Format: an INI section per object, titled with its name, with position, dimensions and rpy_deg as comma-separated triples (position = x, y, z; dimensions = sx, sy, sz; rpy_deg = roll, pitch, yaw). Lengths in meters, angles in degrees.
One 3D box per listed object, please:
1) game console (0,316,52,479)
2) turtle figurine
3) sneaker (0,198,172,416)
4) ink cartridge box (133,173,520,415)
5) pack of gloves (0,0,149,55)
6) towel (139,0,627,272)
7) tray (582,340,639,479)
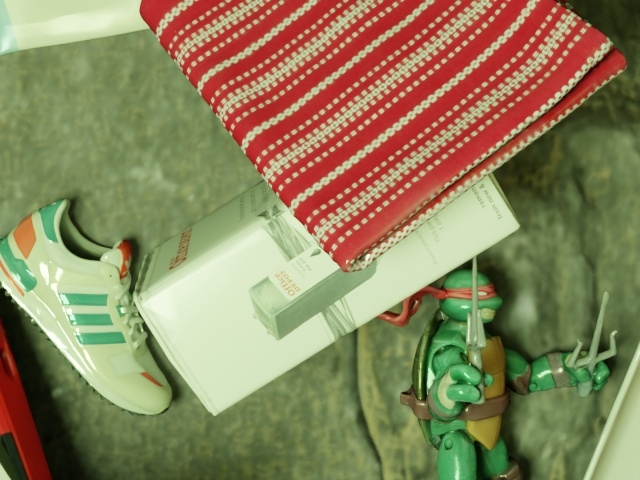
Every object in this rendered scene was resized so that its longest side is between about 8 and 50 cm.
[game console]
position = -0.372, 0.160, 0.937
dimensions = 0.387, 0.060, 0.342
rpy_deg = -20, 86, 1
[turtle figurine]
position = 0.113, 0.106, 0.968
dimensions = 0.175, 0.118, 0.234
rpy_deg = -11, 105, -42
[sneaker]
position = -0.142, 0.043, 0.969
dimensions = 0.075, 0.057, 0.161
rpy_deg = -41, 96, 10
[ink cartridge box]
position = 0.000, 0.000, 0.918
dimensions = 0.218, 0.158, 0.092
rpy_deg = -30, 100, 3
[pack of gloves]
position = -0.240, -0.206, 0.940
dimensions = 0.232, 0.046, 0.195
rpy_deg = -14, 114, -1
[towel]
position = 0.022, -0.126, 0.867
dimensions = 0.199, 0.275, 0.031
rpy_deg = -38, 142, -1
[tray]
position = 0.243, 0.152, 1.008
dimensions = 0.145, 0.030, 0.270
rpy_deg = 17, 98, -24
